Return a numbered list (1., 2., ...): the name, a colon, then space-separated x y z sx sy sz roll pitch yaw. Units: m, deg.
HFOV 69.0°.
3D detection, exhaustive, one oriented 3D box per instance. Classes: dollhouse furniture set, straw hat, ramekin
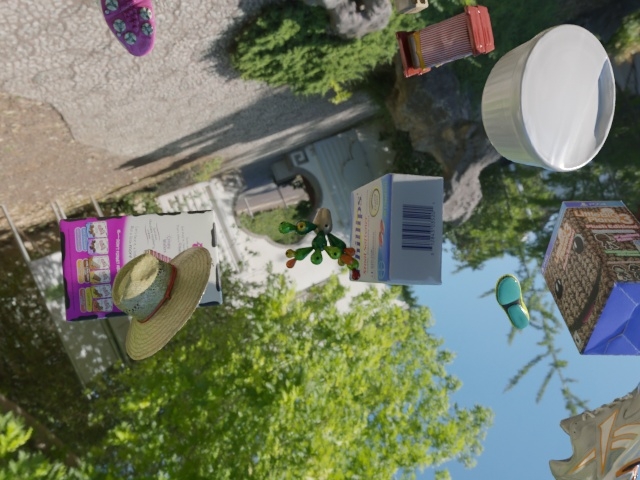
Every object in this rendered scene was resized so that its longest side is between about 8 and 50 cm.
1. dollhouse furniture set: 0.285 -0.628 1.176 0.201 0.375 0.152 -7 -163 39
2. straw hat: -0.191 0.052 0.510 0.144 0.061 0.145 -29 -141 27
3. ramekin: 0.446 -0.273 0.933 0.272 0.273 0.127 -24 -164 -21

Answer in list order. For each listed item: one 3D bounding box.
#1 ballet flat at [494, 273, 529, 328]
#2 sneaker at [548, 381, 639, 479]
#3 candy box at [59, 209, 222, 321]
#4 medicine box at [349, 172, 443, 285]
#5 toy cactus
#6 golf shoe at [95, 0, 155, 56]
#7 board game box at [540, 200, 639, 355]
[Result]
1. ballet flat: 0.573 0.174 1.417 0.077 0.231 0.077 -25 -150 12
2. sneaker: 0.447 0.290 0.723 0.121 0.263 0.099 30 -174 39
3. candy box: -0.285 0.038 0.761 0.233 0.159 0.071 -4 177 -14
4. medicine box: 0.189 -0.018 1.227 0.149 0.264 0.289 3 175 -16
5. toy cactus: 0.000 0.000 1.093 0.181 0.218 0.112 -82 -163 -47
6. golf shoe: -0.473 -0.572 1.067 0.115 0.307 0.140 -28 -161 -21
7. board game box: 0.655 0.081 1.086 0.141 0.232 0.291 0 -143 4
